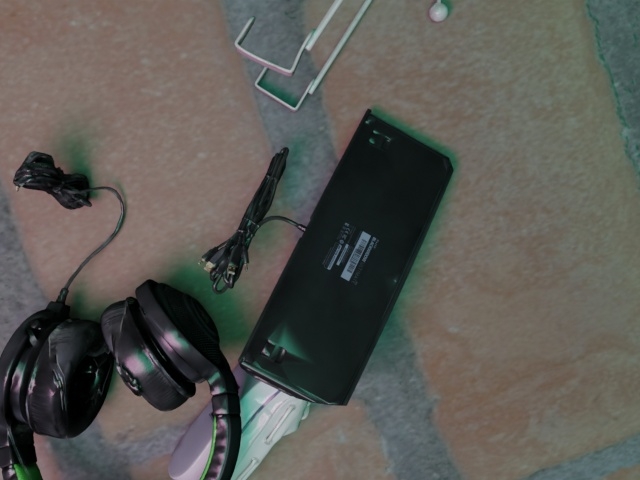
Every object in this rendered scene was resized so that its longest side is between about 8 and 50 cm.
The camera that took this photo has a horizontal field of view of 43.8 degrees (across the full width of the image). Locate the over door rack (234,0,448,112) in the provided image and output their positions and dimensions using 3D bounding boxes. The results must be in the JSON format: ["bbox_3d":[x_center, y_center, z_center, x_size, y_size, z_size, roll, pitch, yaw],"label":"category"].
[{"bbox_3d":[0.072,-0.248,0.771,0.108,0.239,0.324,45,90,-1],"label":"over door rack"}]

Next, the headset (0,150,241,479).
[{"bbox_3d":[-0.224,0.114,0.796,0.243,0.185,0.395,-15,75,5],"label":"headset"}]

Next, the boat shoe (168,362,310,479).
[{"bbox_3d":[-0.057,0.177,0.881,0.084,0.095,0.258,41,94,-23],"label":"boat shoe"}]

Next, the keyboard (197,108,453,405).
[{"bbox_3d":[0.000,0.000,0.841,0.201,0.033,0.317,29,71,-6],"label":"keyboard"}]
